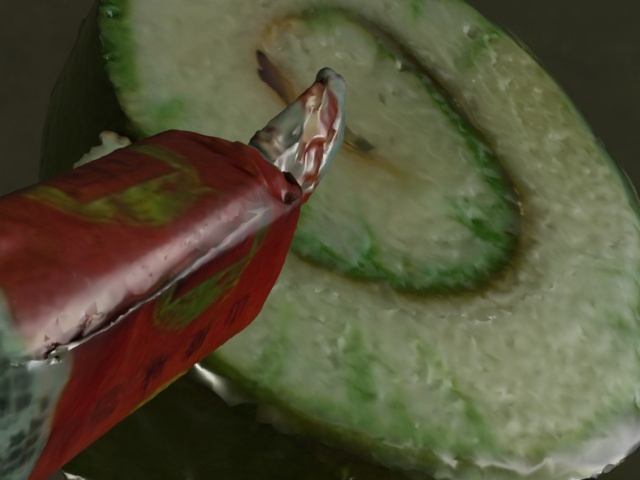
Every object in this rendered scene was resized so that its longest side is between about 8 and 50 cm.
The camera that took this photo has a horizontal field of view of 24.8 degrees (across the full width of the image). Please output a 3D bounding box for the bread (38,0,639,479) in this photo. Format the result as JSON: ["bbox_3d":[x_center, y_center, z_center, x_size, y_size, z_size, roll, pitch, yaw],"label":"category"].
[{"bbox_3d":[0.000,0.000,0.737,0.382,0.366,0.129,-24,158,-46],"label":"bread"}]

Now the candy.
[{"bbox_3d":[-0.067,0.016,0.442,0.059,0.292,0.086,34,124,15],"label":"candy"}]
